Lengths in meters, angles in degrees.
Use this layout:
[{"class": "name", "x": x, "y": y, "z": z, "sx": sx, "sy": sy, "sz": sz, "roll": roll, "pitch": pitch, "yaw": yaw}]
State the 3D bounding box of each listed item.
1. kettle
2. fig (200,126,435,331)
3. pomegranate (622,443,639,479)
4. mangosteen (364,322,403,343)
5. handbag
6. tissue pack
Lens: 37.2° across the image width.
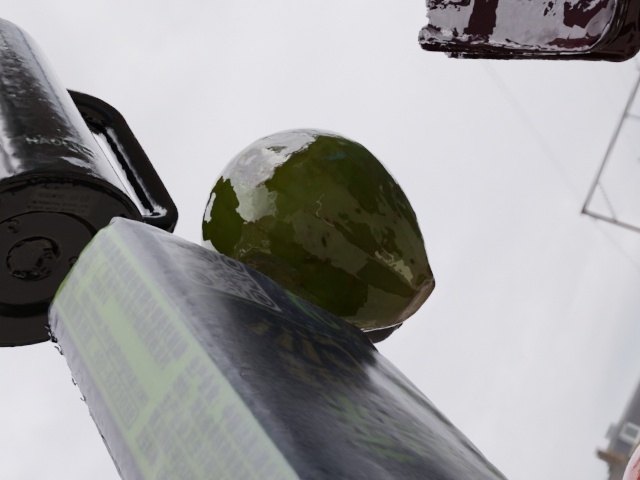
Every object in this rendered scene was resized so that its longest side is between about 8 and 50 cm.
[{"class": "kettle", "x": -0.285, "y": -0.081, "z": 0.934, "sx": 0.262, "sy": 0.308, "sz": 0.203, "roll": -17, "pitch": -42, "yaw": -20}, {"class": "fig", "x": -0.006, "y": -0.007, "z": 0.928, "sx": 0.207, "sy": 0.230, "sz": 0.207, "roll": -12, "pitch": -67, "yaw": -31}, {"class": "pomegranate", "x": 0.310, "y": 0.173, "z": 0.587, "sx": 0.256, "sy": 0.221, "sz": 0.221, "roll": -55, "pitch": -26, "yaw": 21}, {"class": "mangosteen", "x": 0.058, "y": 0.065, "z": 1.319, "sx": 0.137, "sy": 0.151, "sz": 0.137, "roll": -48, "pitch": 5, "yaw": 6}, {"class": "handbag", "x": 0.196, "y": -0.258, "z": 0.840, "sx": 0.074, "sy": 0.216, "sz": 0.203, "roll": 12, "pitch": -91, "yaw": -48}, {"class": "tissue pack", "x": 0.003, "y": 0.149, "z": 0.635, "sx": 0.288, "sy": 0.394, "sz": 0.124, "roll": 28, "pitch": -81, "yaw": -38}]
